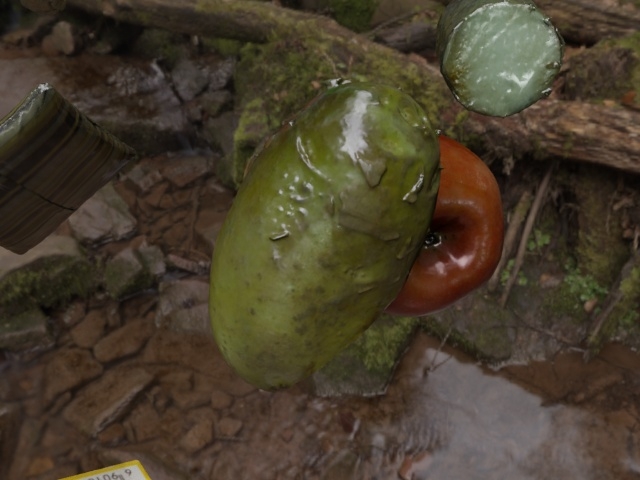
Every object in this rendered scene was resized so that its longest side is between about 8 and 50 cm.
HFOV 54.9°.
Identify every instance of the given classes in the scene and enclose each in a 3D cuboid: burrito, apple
[{"bbox_3d":[-0.343,-0.306,0.765,0.058,0.044,0.188,10,8,-26],"label":"burrito"},{"bbox_3d":[0.099,-0.022,0.720,0.218,0.218,0.201,-16,22,-8],"label":"apple"}]

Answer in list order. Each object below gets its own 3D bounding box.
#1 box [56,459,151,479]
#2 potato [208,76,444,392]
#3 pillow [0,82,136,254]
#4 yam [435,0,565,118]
[{"bbox_3d":[-0.241,0.230,0.365,0.269,0.152,0.043,2,23,-43],"label":"box"},{"bbox_3d":[0.000,0.000,0.552,0.176,0.298,0.141,25,16,-20],"label":"potato"},{"bbox_3d":[-0.337,-0.069,0.722,0.208,0.212,0.052,-44,77,-1],"label":"pillow"},{"bbox_3d":[0.302,-0.345,1.084,0.195,0.195,0.300,-2,28,9],"label":"yam"}]
